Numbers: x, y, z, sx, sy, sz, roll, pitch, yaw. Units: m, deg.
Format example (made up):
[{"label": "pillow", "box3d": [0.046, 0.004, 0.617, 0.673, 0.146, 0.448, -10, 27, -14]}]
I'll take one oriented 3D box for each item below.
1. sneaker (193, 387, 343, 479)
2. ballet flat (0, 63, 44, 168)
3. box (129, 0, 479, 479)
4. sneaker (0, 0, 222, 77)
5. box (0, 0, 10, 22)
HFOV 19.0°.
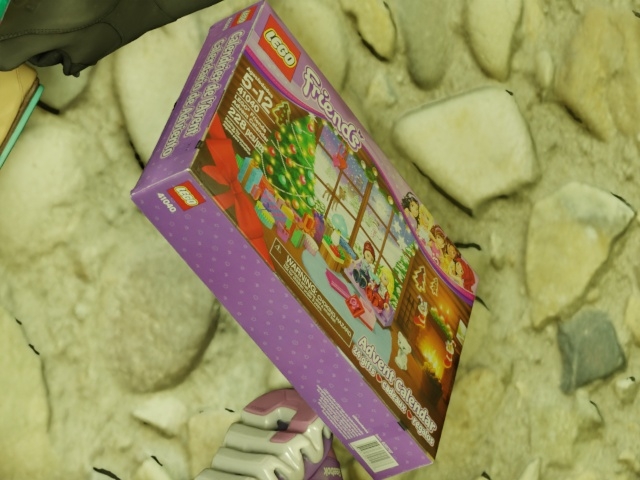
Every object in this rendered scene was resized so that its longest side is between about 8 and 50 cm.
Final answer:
[{"label": "sneaker", "box3d": [-0.060, 0.211, 1.343, 0.236, 0.095, 0.104, -42, 122, -32]}, {"label": "ballet flat", "box3d": [-0.250, -0.019, 1.210, 0.073, 0.080, 0.232, 26, 67, -15]}, {"label": "box", "box3d": [0.000, 0.000, 1.359, 0.293, 0.057, 0.201, 51, 35, -26]}, {"label": "sneaker", "box3d": [-0.143, -0.172, 1.248, 0.130, 0.109, 0.286, -55, 163, 20]}, {"label": "box", "box3d": [-0.287, -0.273, 1.047, 0.279, 0.177, 0.290, 35, 64, -36]}]
